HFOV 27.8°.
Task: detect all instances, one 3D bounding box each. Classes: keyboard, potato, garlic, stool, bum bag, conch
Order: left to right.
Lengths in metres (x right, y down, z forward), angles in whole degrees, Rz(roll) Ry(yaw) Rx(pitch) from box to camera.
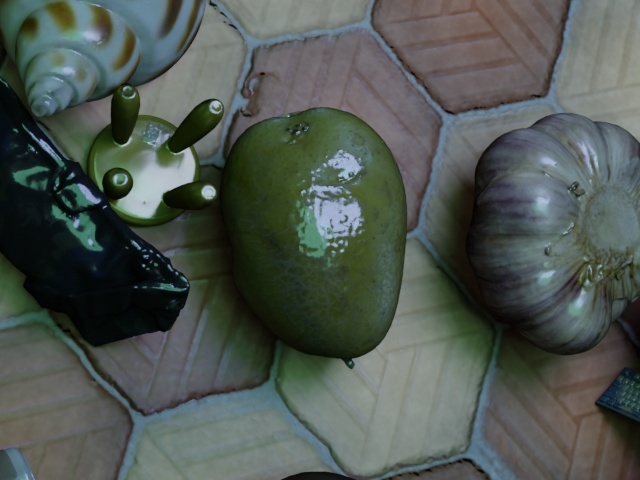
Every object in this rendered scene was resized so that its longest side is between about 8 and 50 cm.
[{"bbox_3d":[-0.251,-0.024,1.162,0.310,0.137,0.074,48,28,-3],"label":"bum bag"},{"bbox_3d":[-0.205,-0.214,1.197,0.183,0.149,0.274,29,71,-10],"label":"conch"},{"bbox_3d":[-0.153,-0.077,1.206,0.134,0.110,0.135,-39,93,-21],"label":"stool"},{"bbox_3d":[0.000,0.000,1.221,0.174,0.159,0.251,-10,91,3],"label":"potato"},{"bbox_3d":[0.235,-0.006,1.308,0.245,0.161,0.244,7,79,-39],"label":"garlic"},{"bbox_3d":[0.362,0.176,1.306,0.055,0.176,0.014,-44,127,-19],"label":"keyboard"}]

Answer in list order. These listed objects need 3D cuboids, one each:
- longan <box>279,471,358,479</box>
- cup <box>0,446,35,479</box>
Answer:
[{"bbox_3d":[-0.012,0.314,1.118,0.248,0.248,0.248,4,77,-18],"label":"longan"},{"bbox_3d":[-0.290,0.238,1.111,0.099,0.074,0.102,-20,85,-22],"label":"cup"}]
